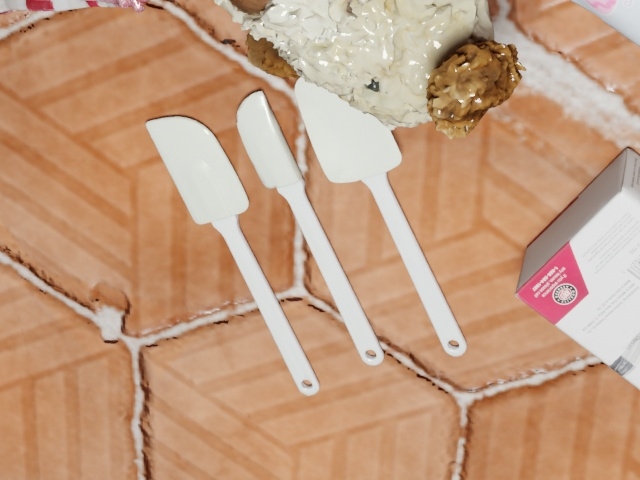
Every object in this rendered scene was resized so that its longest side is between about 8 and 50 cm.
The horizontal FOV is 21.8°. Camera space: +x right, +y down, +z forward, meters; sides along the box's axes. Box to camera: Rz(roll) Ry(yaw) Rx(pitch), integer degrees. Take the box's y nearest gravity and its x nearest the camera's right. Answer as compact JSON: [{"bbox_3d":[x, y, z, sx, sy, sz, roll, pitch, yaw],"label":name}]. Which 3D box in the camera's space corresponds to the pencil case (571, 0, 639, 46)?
[{"bbox_3d":[0.235,-0.149,0.941,0.273,0.113,0.124,30,119,-4],"label":"pencil case"}]

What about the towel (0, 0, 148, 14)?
[{"bbox_3d":[-0.213,-0.236,0.940,0.329,0.037,0.237,9,130,56],"label":"towel"}]

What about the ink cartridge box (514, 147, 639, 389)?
[{"bbox_3d":[0.221,0.031,1.082,0.150,0.063,0.109,37,122,-9],"label":"ink cartridge box"}]

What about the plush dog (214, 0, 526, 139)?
[{"bbox_3d":[0.017,-0.165,0.962,0.210,0.262,0.225,-40,125,-13],"label":"plush dog"}]

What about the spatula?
[{"bbox_3d":[0.000,0.000,1.150,0.168,0.019,0.242,-16,115,22],"label":"spatula"}]
